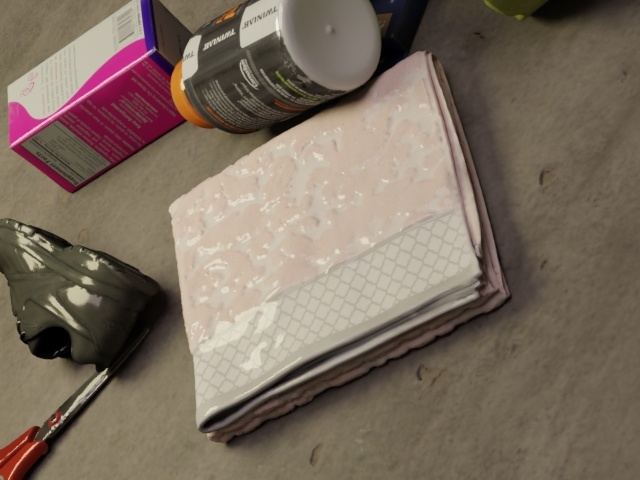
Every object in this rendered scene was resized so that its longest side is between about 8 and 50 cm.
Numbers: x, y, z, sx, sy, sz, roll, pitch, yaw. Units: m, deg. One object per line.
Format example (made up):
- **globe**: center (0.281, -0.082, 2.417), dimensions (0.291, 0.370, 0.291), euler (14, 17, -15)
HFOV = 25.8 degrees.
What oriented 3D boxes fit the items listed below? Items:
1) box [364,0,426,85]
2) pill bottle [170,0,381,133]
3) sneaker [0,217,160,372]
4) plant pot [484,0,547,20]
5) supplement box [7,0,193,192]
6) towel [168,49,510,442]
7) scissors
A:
- **box**: center (0.057, -0.268, 1.515), dimensions (0.136, 0.036, 0.225), euler (1, 62, 40)
- **pill bottle**: center (-0.059, -0.186, 1.459), dimensions (0.245, 0.130, 0.130), euler (-17, 49, 51)
- **sneaker**: center (-0.296, 0.058, 1.519), dimensions (0.286, 0.109, 0.130), euler (18, 82, 51)
- **plant pot**: center (0.211, -0.356, 1.310), dimensions (0.254, 0.276, 0.276), euler (-45, 41, 20)
- **supplement box**: center (-0.251, -0.172, 1.641), dimensions (0.220, 0.114, 0.111), euler (-29, 46, 18)
- **towel**: center (0.000, 0.000, 1.351), dimensions (0.331, 0.053, 0.317), euler (-29, 45, 19)
- **scissors**: center (-0.284, 0.207, 1.456), dimensions (0.297, 0.021, 0.109), euler (-36, 35, 9)
